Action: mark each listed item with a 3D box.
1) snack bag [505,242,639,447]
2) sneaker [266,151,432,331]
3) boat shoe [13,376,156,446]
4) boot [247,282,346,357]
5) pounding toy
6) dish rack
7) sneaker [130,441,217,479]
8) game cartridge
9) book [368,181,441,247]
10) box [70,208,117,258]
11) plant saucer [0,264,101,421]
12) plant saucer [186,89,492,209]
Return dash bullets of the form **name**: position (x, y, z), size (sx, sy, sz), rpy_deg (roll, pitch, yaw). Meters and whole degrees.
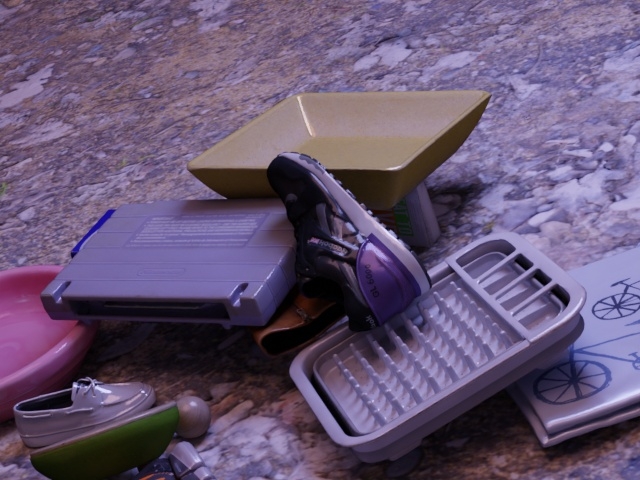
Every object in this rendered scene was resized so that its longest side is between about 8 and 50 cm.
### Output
- **snack bag**: position (0.356, 0.108, 1.940), size (0.323, 0.037, 0.342), rpy_deg (-20, 25, -5)
- **sneaker**: position (0.000, 0.000, 2.011), size (0.124, 0.107, 0.283), rpy_deg (-39, 55, -12)
- **boat shoe**: position (-0.306, 0.209, 2.099), size (0.184, 0.063, 0.066), rpy_deg (-14, 28, 8)
- **boot**: position (-0.010, 0.038, 2.144), size (0.264, 0.096, 0.280), rpy_deg (-26, 17, -14)
- **pounding toy**: position (-0.231, 0.269, 1.941), size (0.183, 0.110, 0.237), rpy_deg (-20, -3, 18)
- **dish rack**: position (0.142, 0.132, 1.920), size (0.333, 0.072, 0.285), rpy_deg (-31, 25, -5)
- **sneaker**: position (-0.156, 0.347, 1.737), size (0.180, 0.124, 0.321), rpy_deg (-32, 24, -12)
- **game cartridge**: position (-0.173, 0.027, 2.169), size (0.355, 0.068, 0.230), rpy_deg (0, 32, 33)
- **book**: position (0.091, -0.044, 2.294), size (0.144, 0.096, 0.035), rpy_deg (5, 35, 36)
- **box**: position (-0.280, 0.013, 2.429), size (0.137, 0.072, 0.126), rpy_deg (-2, 31, 28)
- **plant saucer**: position (-0.454, 0.155, 2.260), size (0.332, 0.084, 0.332), rpy_deg (-14, 28, 8)
- **plant saucer**: position (0.036, -0.122, 2.273), size (0.333, 0.081, 0.333), rpy_deg (1, 23, 29)
